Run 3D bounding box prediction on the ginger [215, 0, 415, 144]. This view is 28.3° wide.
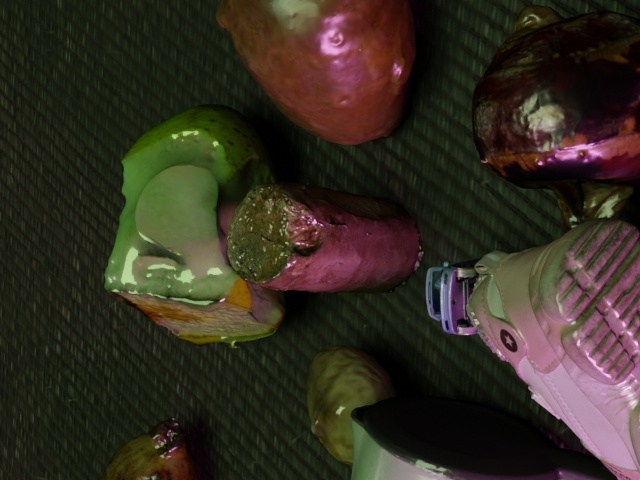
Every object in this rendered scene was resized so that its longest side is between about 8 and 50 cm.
[{"bbox_3d":[0.000,-0.242,1.432,0.200,0.223,0.269,-1,94,35],"label":"ginger"}]

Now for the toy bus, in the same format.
[{"bbox_3d":[0.169,0.054,1.369,0.076,0.167,0.073,5,99,42],"label":"toy bus"}]

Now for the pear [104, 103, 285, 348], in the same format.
[{"bbox_3d":[-0.129,-0.026,1.577,0.176,0.286,0.281,0,72,15],"label":"pear"}]

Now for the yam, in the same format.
[{"bbox_3d":[0.001,0.002,1.460,0.128,0.238,0.129,48,116,31],"label":"yam"}]

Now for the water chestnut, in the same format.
[{"bbox_3d":[0.258,-0.113,1.246,0.224,0.224,0.238,-1,90,39],"label":"water chestnut"}]

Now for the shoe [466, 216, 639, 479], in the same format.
[{"bbox_3d":[0.298,0.127,1.268,0.351,0.172,0.198,58,157,-16],"label":"shoe"}]

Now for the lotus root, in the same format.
[{"bbox_3d":[-0.242,0.357,1.771,0.145,0.128,0.260,43,120,37],"label":"lotus root"}]

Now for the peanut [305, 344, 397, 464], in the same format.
[{"bbox_3d":[0.038,0.192,1.513,0.109,0.159,0.140,-3,121,-3],"label":"peanut"}]

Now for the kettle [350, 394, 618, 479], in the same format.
[{"bbox_3d":[0.176,0.392,1.395,0.361,0.250,0.376,14,103,15],"label":"kettle"}]
